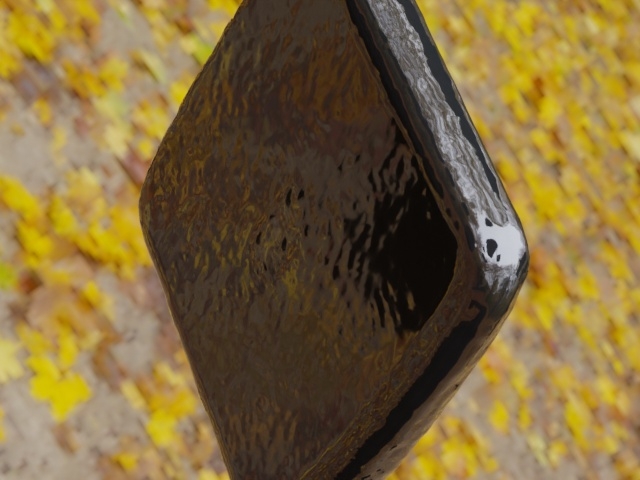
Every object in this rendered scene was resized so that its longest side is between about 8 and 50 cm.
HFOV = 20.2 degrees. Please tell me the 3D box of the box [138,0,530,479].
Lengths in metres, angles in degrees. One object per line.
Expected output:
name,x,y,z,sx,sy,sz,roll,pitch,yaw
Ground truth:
box,0.000,0.000,0.459,0.027,0.126,0.125,1,51,-33
